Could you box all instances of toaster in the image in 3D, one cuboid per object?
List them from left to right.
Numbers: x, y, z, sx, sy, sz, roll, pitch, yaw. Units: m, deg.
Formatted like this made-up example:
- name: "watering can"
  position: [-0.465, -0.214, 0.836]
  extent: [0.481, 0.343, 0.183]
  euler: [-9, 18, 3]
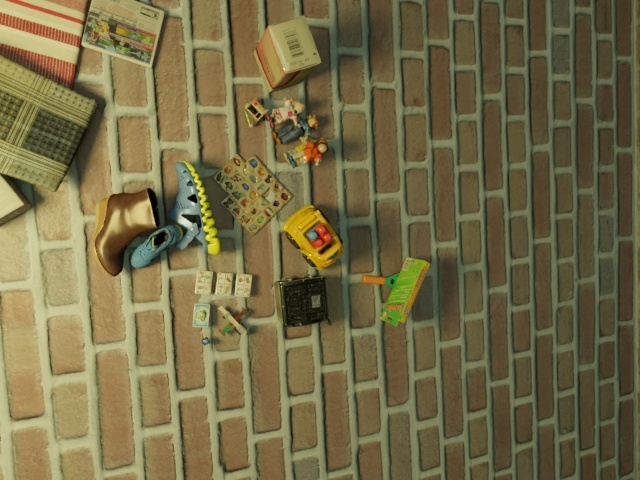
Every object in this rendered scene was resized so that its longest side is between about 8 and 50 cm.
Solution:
- name: "toaster"
  position: [-0.064, 0.212, 1.560]
  extent: [0.168, 0.110, 0.185]
  euler: [-7, 95, -18]

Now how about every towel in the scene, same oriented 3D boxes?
- name: "towel"
  position: [-0.836, -0.329, 1.235]
  extent: [0.325, 0.056, 0.311]
  euler: [25, 75, -30]
- name: "towel"
  position: [-0.825, -0.587, 1.293]
  extent: [0.237, 0.037, 0.328]
  euler: [10, 91, -22]

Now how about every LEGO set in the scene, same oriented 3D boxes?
- name: "LEGO set"
  position: [-0.333, 0.230, 1.512]
  extent: [0.183, 0.060, 0.243]
  euler: [5, 83, -15]

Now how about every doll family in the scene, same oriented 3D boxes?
- name: "doll family"
  position: [-0.068, -0.358, 1.544]
  extent: [0.163, 0.118, 0.262]
  euler: [-27, 83, -10]

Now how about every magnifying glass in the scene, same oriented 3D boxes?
- name: "magnifying glass"
  position: [0.266, 0.156, 1.719]
  extent: [0.231, 0.026, 0.092]
  euler: [7, 91, -19]

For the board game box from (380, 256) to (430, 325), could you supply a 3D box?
- name: "board game box"
  position: [0.310, 0.189, 1.660]
  extent: [0.039, 0.124, 0.259]
  euler: [30, 84, -21]

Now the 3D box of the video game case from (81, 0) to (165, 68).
- name: "video game case"
  position: [-0.600, -0.648, 1.374]
  extent: [0.202, 0.023, 0.183]
  euler: [13, 88, -21]

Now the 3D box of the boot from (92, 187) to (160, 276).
- name: "boot"
  position: [-0.571, -0.023, 1.332]
  extent: [0.207, 0.090, 0.248]
  euler: [-8, 89, 20]

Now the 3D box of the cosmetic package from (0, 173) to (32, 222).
- name: "cosmetic package"
  position: [-0.940, -0.161, 1.239]
  extent: [0.127, 0.107, 0.237]
  euler: [-35, 100, -16]

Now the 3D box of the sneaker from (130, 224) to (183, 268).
- name: "sneaker"
  position: [-0.517, 0.019, 1.368]
  extent: [0.209, 0.082, 0.069]
  euler: [-34, 86, 17]

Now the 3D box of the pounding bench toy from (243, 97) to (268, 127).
- name: "pounding bench toy"
  position: [-0.229, -0.426, 1.500]
  extent: [0.065, 0.052, 0.083]
  euler: [44, 79, -16]

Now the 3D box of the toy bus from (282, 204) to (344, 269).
- name: "toy bus"
  position: [0.000, 0.000, 1.514]
  extent: [0.149, 0.211, 0.220]
  euler: [-40, 107, -9]

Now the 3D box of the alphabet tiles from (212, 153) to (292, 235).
- name: "alphabet tiles"
  position: [-0.243, -0.168, 1.532]
  extent: [0.198, 0.009, 0.237]
  euler: [-46, 105, -11]

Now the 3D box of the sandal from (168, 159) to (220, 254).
- name: "sandal"
  position: [-0.416, -0.094, 1.419]
  extent: [0.138, 0.126, 0.316]
  euler: [-15, 96, -14]

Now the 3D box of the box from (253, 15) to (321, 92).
- name: "box"
  position: [-0.112, -0.588, 1.437]
  extent: [0.127, 0.232, 0.148]
  euler: [-25, 100, -16]
